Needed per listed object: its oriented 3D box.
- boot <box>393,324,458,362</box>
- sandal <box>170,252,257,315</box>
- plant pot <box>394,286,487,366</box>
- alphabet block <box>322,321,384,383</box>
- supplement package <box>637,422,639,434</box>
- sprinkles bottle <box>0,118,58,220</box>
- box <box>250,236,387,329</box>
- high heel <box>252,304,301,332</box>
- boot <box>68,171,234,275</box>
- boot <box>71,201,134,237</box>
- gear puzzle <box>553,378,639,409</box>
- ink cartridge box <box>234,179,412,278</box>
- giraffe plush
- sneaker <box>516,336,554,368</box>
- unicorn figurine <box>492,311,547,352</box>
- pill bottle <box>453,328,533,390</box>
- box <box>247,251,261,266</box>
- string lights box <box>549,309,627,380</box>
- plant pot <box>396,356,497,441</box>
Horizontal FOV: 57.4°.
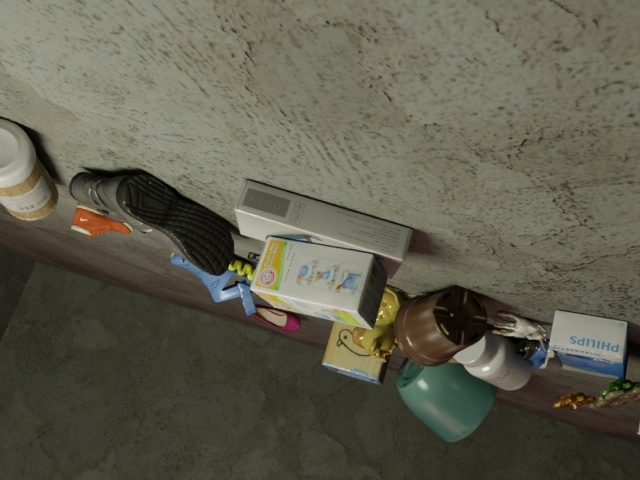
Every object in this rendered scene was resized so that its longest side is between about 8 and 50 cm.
[{"bbox_3d":[0.280,0.271,1.694,0.295,0.104,0.211,21,170,5],"label":"boot"},{"bbox_3d":[-0.268,0.111,1.616,0.318,0.138,0.126,21,178,-5],"label":"sandal"},{"bbox_3d":[0.267,0.181,1.272,0.167,0.166,0.165,20,158,-8],"label":"plant pot"},{"bbox_3d":[0.132,0.341,1.890,0.193,0.197,0.193,13,165,12],"label":"alphabet block"},{"bbox_3d":[0.714,0.282,1.040,0.203,0.194,0.149,16,165,9],"label":"supplement package"},{"bbox_3d":[-0.631,-0.132,1.207,0.121,0.121,0.355,21,164,-12],"label":"sprinkles bottle"},{"bbox_3d":[-0.001,0.074,1.022,0.203,0.103,0.114,10,161,23],"label":"box"},{"bbox_3d":[-0.187,0.313,2.366,0.117,0.082,0.244,18,-179,-42],"label":"high heel"},{"bbox_3d":[-0.354,-0.046,1.268,0.223,0.118,0.338,8,152,40],"label":"boot"},{"bbox_3d":[-0.586,-0.037,1.570,0.158,0.084,0.059,23,162,-25],"label":"boot"},{"bbox_3d":[0.674,0.321,1.269,0.339,0.044,0.175,-13,152,5],"label":"gear puzzle"},{"bbox_3d":[0.000,0.000,1.085,0.296,0.066,0.261,17,164,3],"label":"ink cartridge box"},{"bbox_3d":[0.148,0.213,1.466,0.181,0.170,0.210,27,162,-32],"label":"giraffe plush"},{"bbox_3d":[0.544,0.288,1.501,0.085,0.058,0.152,8,159,12],"label":"sneaker"},{"bbox_3d":[0.451,0.200,1.323,0.111,0.060,0.162,13,180,15],"label":"unicorn figurine"},{"bbox_3d":[0.447,0.304,1.534,0.229,0.131,0.131,30,161,-37],"label":"pill bottle"},{"bbox_3d":[-0.150,0.059,1.544,0.067,0.018,0.083,13,164,14],"label":"box"},{"bbox_3d":[0.570,0.227,1.228,0.133,0.076,0.260,8,162,30],"label":"string lights box"},{"bbox_3d":[0.397,0.473,1.934,0.235,0.293,0.293,36,162,-8],"label":"plant pot"}]
